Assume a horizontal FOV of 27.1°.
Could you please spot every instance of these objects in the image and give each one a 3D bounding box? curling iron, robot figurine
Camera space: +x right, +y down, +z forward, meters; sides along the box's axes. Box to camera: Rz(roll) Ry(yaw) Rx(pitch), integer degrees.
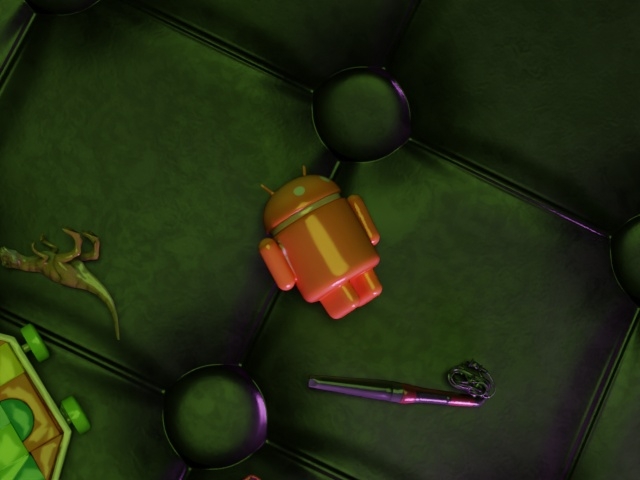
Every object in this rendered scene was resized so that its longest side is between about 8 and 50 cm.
[{"bbox_3d":[0.117,0.206,1.918,0.274,0.035,0.068,0,76,-7],"label":"curling iron"},{"bbox_3d":[-0.001,0.001,1.892,0.158,0.128,0.219,-31,85,7],"label":"robot figurine"}]

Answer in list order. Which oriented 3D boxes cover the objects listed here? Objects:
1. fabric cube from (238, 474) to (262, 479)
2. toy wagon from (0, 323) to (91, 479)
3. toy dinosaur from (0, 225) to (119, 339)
[{"bbox_3d":[-0.105,0.483,1.719,0.254,0.258,0.259,45,73,2],"label":"fabric cube"},{"bbox_3d":[-0.452,0.287,1.826,0.267,0.068,0.344,-31,85,-10],"label":"toy wagon"},{"bbox_3d":[-0.350,0.044,1.892,0.211,0.064,0.112,24,97,8],"label":"toy dinosaur"}]
